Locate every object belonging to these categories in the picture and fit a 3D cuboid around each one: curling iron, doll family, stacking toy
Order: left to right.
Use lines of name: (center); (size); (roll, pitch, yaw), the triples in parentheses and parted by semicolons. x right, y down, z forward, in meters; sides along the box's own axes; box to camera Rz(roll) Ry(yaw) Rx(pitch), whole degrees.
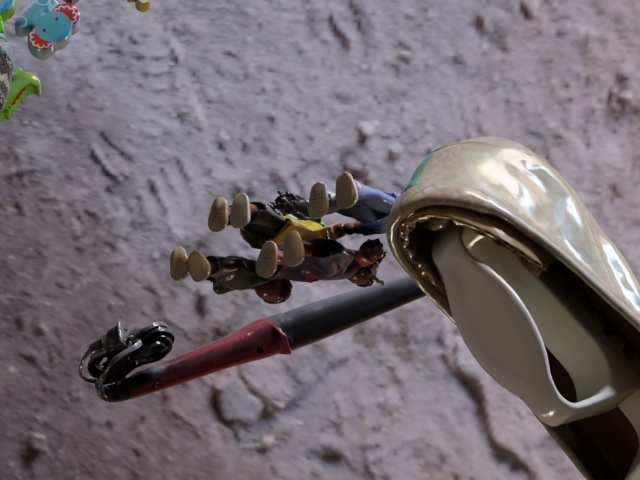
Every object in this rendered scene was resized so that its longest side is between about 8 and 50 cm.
stacking toy: (-0.205, -0.204, 1.286); (0.052, 0.167, 0.221); (37, 68, 9)
curling iron: (-0.039, 0.065, 1.096); (0.274, 0.035, 0.068); (-13, 146, -12)
doll family: (0.000, 0.000, 0.980); (0.111, 0.193, 0.076); (18, 75, -46)

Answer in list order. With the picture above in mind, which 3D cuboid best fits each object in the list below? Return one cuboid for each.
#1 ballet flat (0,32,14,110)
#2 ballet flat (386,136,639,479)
ballet flat: (-0.291, -0.110, 0.997); (0.188, 0.070, 0.070); (0, 99, -28)
ballet flat: (0.076, 0.047, 0.385); (0.168, 0.057, 0.052); (48, 35, 7)
